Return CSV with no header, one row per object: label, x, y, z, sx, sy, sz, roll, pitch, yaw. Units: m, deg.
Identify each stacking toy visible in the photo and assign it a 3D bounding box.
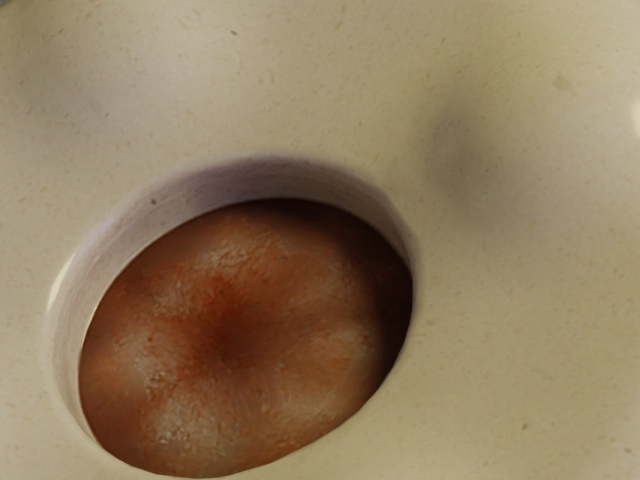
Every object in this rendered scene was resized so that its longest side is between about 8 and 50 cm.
stacking toy,0.024,0.141,0.722,0.480,0.351,0.350,66,38,-51
